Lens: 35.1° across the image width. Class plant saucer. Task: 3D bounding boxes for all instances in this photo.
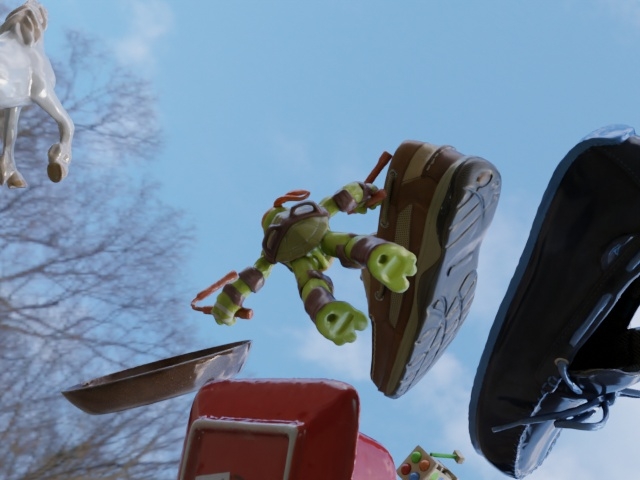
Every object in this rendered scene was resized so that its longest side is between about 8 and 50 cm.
[{"bbox_3d":[-0.136,0.119,0.868,0.168,0.168,0.029,-14,-91,27],"label":"plant saucer"}]

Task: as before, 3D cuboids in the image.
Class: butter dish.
[{"bbox_3d":[-0.008,0.165,0.574,0.160,0.118,0.160,-9,-113,50],"label":"butter dish"}]

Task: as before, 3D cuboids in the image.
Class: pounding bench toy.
[{"bbox_3d":[0.160,0.323,1.447,0.083,0.065,0.052,-49,-146,-2],"label":"pounding bench toy"}]

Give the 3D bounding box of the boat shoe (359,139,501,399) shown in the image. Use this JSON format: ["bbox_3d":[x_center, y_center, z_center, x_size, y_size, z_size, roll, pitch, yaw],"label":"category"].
[{"bbox_3d":[0.105,0.029,1.135,0.120,0.122,0.324,32,-53,27],"label":"boat shoe"}]

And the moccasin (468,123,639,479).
[{"bbox_3d":[0.203,0.080,0.793,0.117,0.138,0.342,32,-44,27],"label":"moccasin"}]

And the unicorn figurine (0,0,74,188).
[{"bbox_3d":[-0.178,-0.084,0.552,0.060,0.162,0.111,-7,-90,14],"label":"unicorn figurine"}]

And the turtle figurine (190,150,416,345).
[{"bbox_3d":[0.000,0.000,0.992,0.269,0.087,0.217,-36,-147,-13],"label":"turtle figurine"}]
